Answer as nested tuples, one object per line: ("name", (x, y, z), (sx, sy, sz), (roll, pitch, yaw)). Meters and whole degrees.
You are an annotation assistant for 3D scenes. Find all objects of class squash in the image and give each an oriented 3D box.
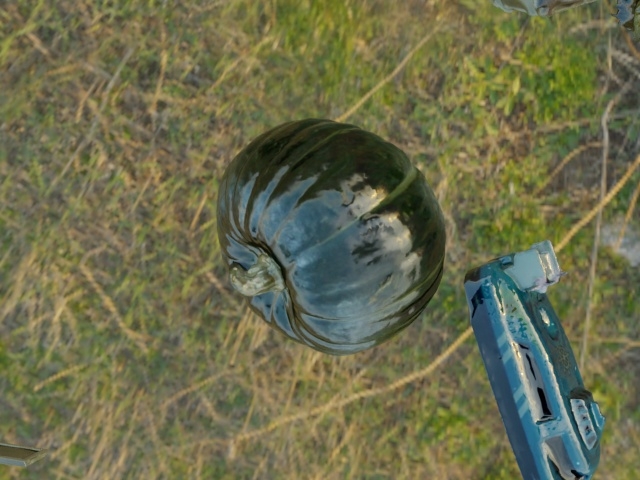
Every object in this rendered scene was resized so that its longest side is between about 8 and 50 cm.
("squash", (0.005, -0.002, 0.926), (0.218, 0.172, 0.218), (26, 159, 11))

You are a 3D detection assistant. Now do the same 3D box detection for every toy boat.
("toy boat", (0.259, 0.155, 1.194), (0.092, 0.134, 0.298), (-20, 90, 31))

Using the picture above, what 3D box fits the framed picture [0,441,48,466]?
("framed picture", (-0.269, 0.168, 0.866), (0.089, 0.066, 0.006), (8, 87, 2))

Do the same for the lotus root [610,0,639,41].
("lotus root", (0.347, -0.166, 0.825), (0.278, 0.154, 0.154), (14, 131, -5))

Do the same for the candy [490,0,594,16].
("candy", (0.124, -0.168, 0.566), (0.110, 0.085, 0.095), (-26, 120, -16))
